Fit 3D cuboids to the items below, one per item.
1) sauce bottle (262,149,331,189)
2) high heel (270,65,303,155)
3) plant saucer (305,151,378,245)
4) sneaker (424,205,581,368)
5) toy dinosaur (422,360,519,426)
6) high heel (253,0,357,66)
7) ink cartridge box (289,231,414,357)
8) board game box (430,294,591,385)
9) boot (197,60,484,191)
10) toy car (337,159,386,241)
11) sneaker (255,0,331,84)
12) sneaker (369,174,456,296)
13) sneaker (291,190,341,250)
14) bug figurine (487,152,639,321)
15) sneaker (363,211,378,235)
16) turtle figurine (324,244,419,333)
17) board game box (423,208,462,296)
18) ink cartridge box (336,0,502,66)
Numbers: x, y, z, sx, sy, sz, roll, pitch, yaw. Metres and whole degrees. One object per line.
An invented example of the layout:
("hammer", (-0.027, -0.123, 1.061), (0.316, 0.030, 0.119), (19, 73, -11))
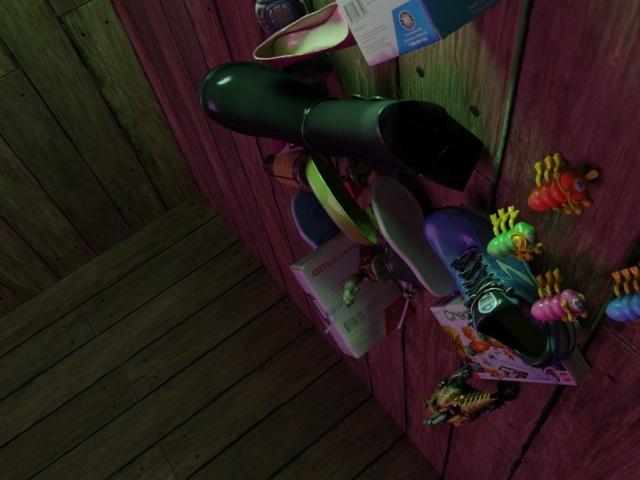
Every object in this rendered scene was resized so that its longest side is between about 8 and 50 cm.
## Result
("sauce bottle", (-0.082, -0.210, 1.735), (0.111, 0.111, 0.344), (61, 165, -22))
("high heel", (-0.077, -0.312, 1.496), (0.377, 0.127, 0.182), (-161, 54, -81))
("plant saucer", (0.038, -0.080, 1.285), (0.241, 0.037, 0.241), (52, -167, -16))
("sneaker", (0.292, 0.072, 1.014), (0.330, 0.147, 0.130), (50, 120, 18))
("toy dinosaur", (0.351, 0.381, 1.449), (0.164, 0.218, 0.322), (59, 165, -12))
("high heel", (-0.009, -0.359, 1.039), (0.244, 0.117, 0.082), (-2, 109, 47))
("ink cartridge box", (0.091, 0.144, 1.740), (0.306, 0.226, 0.131), (58, 164, -9))
("board game box", (0.367, 0.192, 1.222), (0.193, 0.053, 0.305), (56, 156, -4))
("boot", (0.012, -0.209, 1.071), (0.445, 0.366, 0.146), (37, 115, 59))
("toy car", (0.117, -0.101, 1.425), (0.225, 0.053, 0.239), (58, 167, 12))
("sneaker", (-0.050, -0.425, 1.211), (0.297, 0.110, 0.130), (65, -166, -63))
("sneaker", (0.163, -0.007, 1.298), (0.296, 0.104, 0.147), (56, 161, -19))
("sneaker", (0.000, 0.000, 1.912), (0.319, 0.127, 0.208), (56, 164, -1))
("bug figurine", (0.354, 0.028, 0.866), (0.279, 0.072, 0.216), (54, 143, 0))
("sneaker", (0.127, -0.043, 1.612), (0.083, 0.031, 0.037), (55, 180, 19))
("turtle figurine", (0.165, 0.125, 1.537), (0.197, 0.275, 0.266), (21, 162, -7))
("board game box", (0.290, 0.062, 1.315), (0.281, 0.027, 0.145), (57, 164, -6))
("ink cartridge box", (0.102, -0.357, 0.700), (0.233, 0.168, 0.171), (60, 164, -17))
